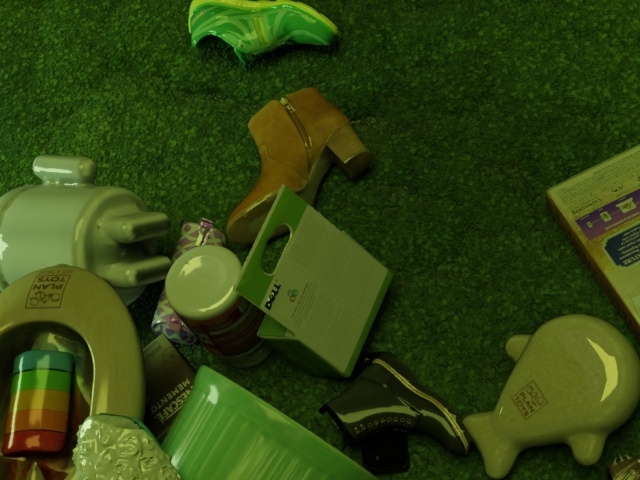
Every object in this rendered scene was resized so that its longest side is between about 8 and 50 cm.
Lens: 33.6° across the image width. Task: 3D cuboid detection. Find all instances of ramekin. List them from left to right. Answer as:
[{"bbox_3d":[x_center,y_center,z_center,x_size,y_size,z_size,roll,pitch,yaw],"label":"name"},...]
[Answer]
[{"bbox_3d":[-0.077,0.313,1.444,0.303,0.303,0.148,28,78,26],"label":"ramekin"}]

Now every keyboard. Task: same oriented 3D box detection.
[{"bbox_3d":[0.074,0.259,1.594,0.100,0.038,0.192,2,58,-11],"label":"keyboard"}]

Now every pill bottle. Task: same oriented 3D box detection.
[{"bbox_3d":[-0.144,0.107,1.614,0.121,0.221,0.121,-7,59,12],"label":"pill bottle"}]

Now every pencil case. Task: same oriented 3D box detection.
[{"bbox_3d":[-0.211,0.067,1.734,0.086,0.088,0.206,17,65,-10],"label":"pencil case"}]

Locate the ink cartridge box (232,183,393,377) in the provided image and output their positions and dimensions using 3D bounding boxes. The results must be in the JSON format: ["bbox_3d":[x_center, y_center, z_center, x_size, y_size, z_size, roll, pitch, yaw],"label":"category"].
[{"bbox_3d":[-0.031,0.062,1.586,0.097,0.255,0.188,-5,53,49],"label":"ink cartridge box"}]

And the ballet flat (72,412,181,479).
[{"bbox_3d":[-0.215,0.416,1.326,0.147,0.408,0.147,-16,16,5],"label":"ballet flat"}]

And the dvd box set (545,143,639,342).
[{"bbox_3d":[0.574,0.024,1.577,0.308,0.062,0.420,-27,58,-2],"label":"dvd box set"}]

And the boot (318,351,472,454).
[{"bbox_3d":[0.108,0.269,1.530,0.137,0.076,0.198,-35,52,-23],"label":"boot"}]

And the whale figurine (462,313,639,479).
[{"bbox_3d":[0.334,0.227,1.501,0.272,0.141,0.216,-43,56,17],"label":"whale figurine"}]

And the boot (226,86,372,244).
[{"bbox_3d":[-0.077,-0.133,1.818,0.295,0.104,0.211,-33,53,-12],"label":"boot"}]

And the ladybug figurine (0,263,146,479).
[{"bbox_3d":[-0.382,0.248,1.512,0.305,0.162,0.449,-2,63,13],"label":"ladybug figurine"}]

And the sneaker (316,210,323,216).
[{"bbox_3d":[0.000,0.000,1.746,0.040,0.043,0.109,-19,60,0],"label":"sneaker"}]

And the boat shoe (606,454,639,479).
[{"bbox_3d":[0.422,0.325,1.441,0.066,0.066,0.183,32,73,29],"label":"boat shoe"}]

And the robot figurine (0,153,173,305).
[{"bbox_3d":[-0.411,0.009,1.734,0.354,0.200,0.299,3,96,30],"label":"robot figurine"}]

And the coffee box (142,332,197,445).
[{"bbox_3d":[-0.285,0.281,1.623,0.246,0.098,0.141,-39,60,-8],"label":"coffee box"}]

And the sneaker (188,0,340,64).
[{"bbox_3d":[-0.105,-0.383,1.971,0.296,0.109,0.123,8,86,16],"label":"sneaker"}]
